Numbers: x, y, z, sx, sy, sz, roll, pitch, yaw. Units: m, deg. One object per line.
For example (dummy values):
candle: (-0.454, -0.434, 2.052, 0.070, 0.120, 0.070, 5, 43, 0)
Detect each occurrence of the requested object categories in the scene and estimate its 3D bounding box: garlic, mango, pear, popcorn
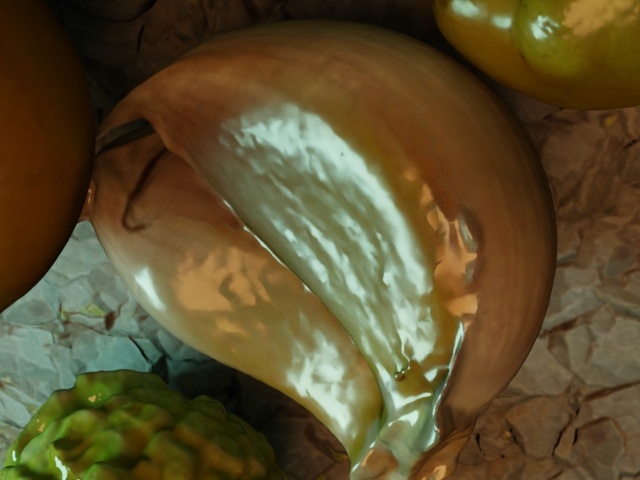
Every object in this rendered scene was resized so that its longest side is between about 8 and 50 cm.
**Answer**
garlic: (0.000, 0.000, 0.745, 0.249, 0.286, 0.313, -43, 69, -3)
mango: (-0.303, -0.044, 0.763, 0.446, 0.232, 0.300, -11, 79, 45)
pear: (0.155, -0.165, 0.654, 0.200, 0.200, 0.200, 6, 122, 10)
popcorn: (-0.142, 0.217, 0.951, 0.259, 0.212, 0.259, -11, 147, -7)

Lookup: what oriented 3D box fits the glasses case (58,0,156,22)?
glasses case: (-0.230, -0.257, 0.755, 0.323, 0.074, 0.131, 26, 122, -3)
